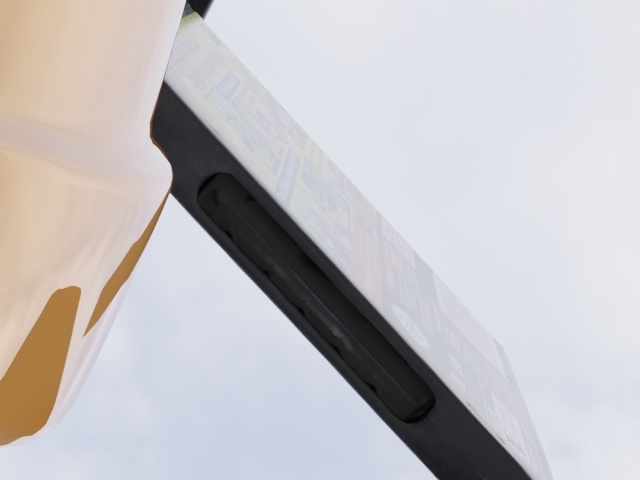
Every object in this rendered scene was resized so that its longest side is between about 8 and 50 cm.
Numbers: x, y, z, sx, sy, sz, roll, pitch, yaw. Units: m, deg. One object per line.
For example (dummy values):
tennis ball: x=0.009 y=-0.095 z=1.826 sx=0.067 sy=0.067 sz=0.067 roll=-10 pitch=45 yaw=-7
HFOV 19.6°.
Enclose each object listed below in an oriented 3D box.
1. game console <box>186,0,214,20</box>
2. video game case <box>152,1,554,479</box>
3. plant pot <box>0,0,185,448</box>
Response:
game console: x=-0.088 y=-0.197 z=0.933 sx=0.213 sy=0.044 sz=0.361 roll=24 pitch=-49 yaw=-10
video game case: x=0.000 y=0.000 z=0.821 sx=0.035 sy=0.275 sz=0.248 roll=-42 pitch=-83 yaw=7
plant pot: x=-0.132 y=-0.116 z=0.383 sx=0.291 sy=0.291 sz=0.203 roll=32 pitch=-83 yaw=16
